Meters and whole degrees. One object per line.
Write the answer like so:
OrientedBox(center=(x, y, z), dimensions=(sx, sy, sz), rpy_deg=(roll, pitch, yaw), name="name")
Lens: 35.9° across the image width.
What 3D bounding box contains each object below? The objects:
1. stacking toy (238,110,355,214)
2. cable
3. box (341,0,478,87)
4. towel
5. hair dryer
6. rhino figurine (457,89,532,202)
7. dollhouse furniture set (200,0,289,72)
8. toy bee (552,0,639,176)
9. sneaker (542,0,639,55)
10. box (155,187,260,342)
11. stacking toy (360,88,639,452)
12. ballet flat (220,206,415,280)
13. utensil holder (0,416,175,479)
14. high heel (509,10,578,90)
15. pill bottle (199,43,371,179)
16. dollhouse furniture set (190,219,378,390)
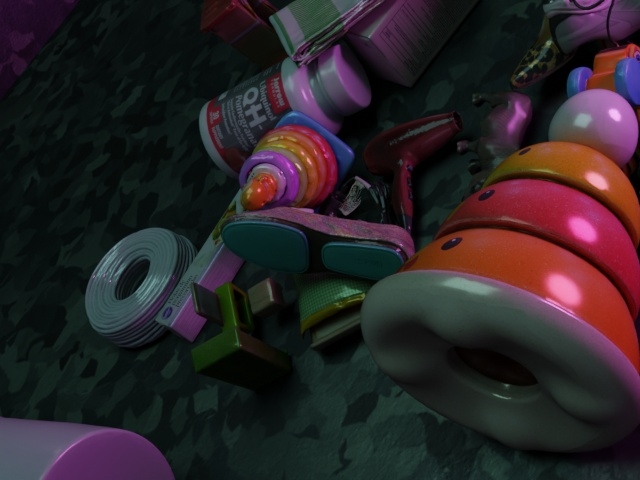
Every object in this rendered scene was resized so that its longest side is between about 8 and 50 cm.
OrientedBox(center=(-0.076, -0.103, 1.689), dimensions=(0.175, 0.165, 0.302), rpy_deg=(-56, -6, 22), name="stacking toy")
OrientedBox(center=(-0.355, 0.088, 1.975), dimensions=(0.257, 0.089, 0.257), rpy_deg=(-35, 39, 16), name="cable")
OrientedBox(center=(0.167, -0.433, 1.884), dimensions=(0.232, 0.148, 0.127), rpy_deg=(-52, 37, -6), name="box")
OrientedBox(center=(0.053, -0.476, 1.867), dimensions=(0.325, 0.038, 0.248), rpy_deg=(-38, 32, 9), name="towel")
OrientedBox(center=(0.144, -0.101, 1.696), dimensions=(0.293, 0.080, 0.223), rpy_deg=(-55, 47, 6), name="hair dryer")
OrientedBox(center=(0.277, -0.143, 1.589), dimensions=(0.106, 0.073, 0.243), rpy_deg=(-8, 54, 43), name="rhino figurine")
OrientedBox(center=(-0.060, -0.532, 2.114), dimensions=(0.374, 0.201, 0.152), rpy_deg=(-30, 41, 32), name="dollhouse furniture set")
OrientedBox(center=(0.452, -0.227, 1.459), dimensions=(0.195, 0.162, 0.298), rpy_deg=(23, 100, 42), name="toy bee")
OrientedBox(center=(0.484, -0.358, 1.537), dimensions=(0.271, 0.108, 0.100), rpy_deg=(-12, 16, 2), name="sneaker")
OrientedBox(center=(-0.193, 0.038, 1.885), dimensions=(0.063, 0.067, 0.324), rpy_deg=(15, 70, 50), name="box")
OrientedBox(center=(0.290, -0.004, 1.267), dimensions=(0.350, 0.350, 0.480), rpy_deg=(-2, 50, 43), name="stacking toy")
OrientedBox(center=(0.000, 0.000, 1.578), dimensions=(0.316, 0.107, 0.106), rpy_deg=(12, 35, 12), name="ballet flat")
OrientedBox(center=(-0.461, 0.446, 1.584), dimensions=(0.385, 0.327, 0.328), rpy_deg=(-6, 54, 37), name="utensil holder")
OrientedBox(center=(0.356, -0.381, 1.602), dimensions=(0.261, 0.186, 0.093), rpy_deg=(-44, 15, -12), name="high heel")
OrientedBox(center=(-0.066, -0.254, 1.927), dimensions=(0.318, 0.176, 0.176), rpy_deg=(-24, 44, 28), name="pill bottle")
OrientedBox(center=(-0.060, 0.086, 1.611), dimensions=(0.301, 0.151, 0.197), rpy_deg=(-30, 55, 22), name="dollhouse furniture set")
